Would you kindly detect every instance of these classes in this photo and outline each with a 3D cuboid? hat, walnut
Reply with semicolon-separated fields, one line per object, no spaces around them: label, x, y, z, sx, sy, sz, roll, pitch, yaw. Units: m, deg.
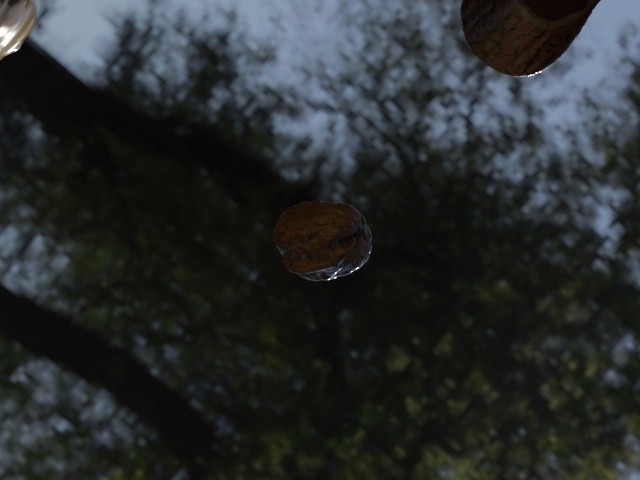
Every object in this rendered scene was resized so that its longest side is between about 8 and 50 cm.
hat;0.112;-0.125;0.915;0.087;0.058;0.042;-48;177;16
walnut;0.000;0.000;1.689;0.096;0.079;0.082;-7;-139;36

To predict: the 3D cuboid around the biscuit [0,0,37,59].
biscuit;-0.337;-0.227;0.889;0.429;0.446;0.104;27;-102;25
